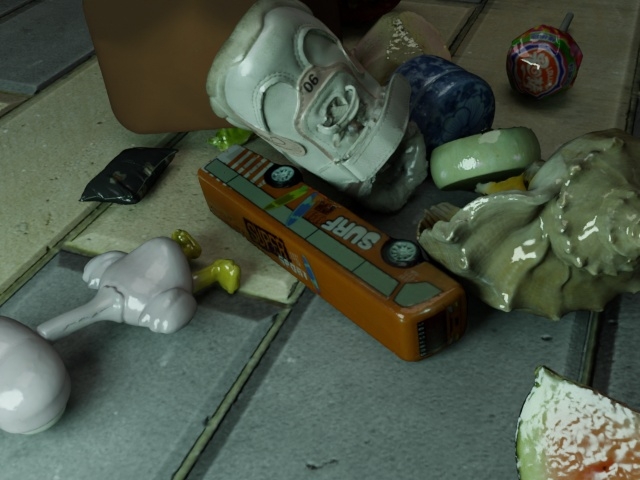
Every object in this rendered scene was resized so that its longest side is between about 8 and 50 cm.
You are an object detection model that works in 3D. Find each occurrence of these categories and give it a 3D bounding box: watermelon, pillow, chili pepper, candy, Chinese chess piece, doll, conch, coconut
[{"bbox_3d":[0.297,0.220,0.540,0.304,0.159,0.128,25,17,33],"label":"watermelon"},{"bbox_3d":[-0.274,-0.094,1.028,0.091,0.048,0.150,13,37,7],"label":"pillow"},{"bbox_3d":[-0.105,-0.193,1.149,0.049,0.043,0.208,-18,20,40],"label":"chili pepper"},{"bbox_3d":[0.416,-0.353,1.264,0.124,0.124,0.365,13,35,19],"label":"candy"},{"bbox_3d":[0.217,-0.107,0.942,0.144,0.058,0.144,-9,-4,-1],"label":"Chinese chess piece"},{"bbox_3d":[-0.254,0.091,0.760,0.160,0.094,0.365,28,48,30],"label":"doll"},{"bbox_3d":[0.232,-0.004,0.779,0.263,0.324,0.186,-7,84,-13],"label":"conch"},{"bbox_3d":[0.122,-0.283,1.162,0.147,0.153,0.147,24,47,-28],"label":"coconut"}]

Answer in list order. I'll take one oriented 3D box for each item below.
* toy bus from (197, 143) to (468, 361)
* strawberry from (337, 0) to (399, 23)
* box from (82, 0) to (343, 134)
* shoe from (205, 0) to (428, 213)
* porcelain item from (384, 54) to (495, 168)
[{"bbox_3d":[0.000,0.000,0.857,0.092,0.093,0.409,-36,47,-23],"label":"toy bus"},{"bbox_3d":[0.060,-0.565,1.449,0.250,0.238,0.288,16,11,-3],"label":"strawberry"},{"bbox_3d":[-0.150,-0.328,1.119,0.340,0.239,0.229,-1,29,18],"label":"box"},{"bbox_3d":[0.021,-0.161,0.889,0.198,0.351,0.171,35,95,28],"label":"shoe"},{"bbox_3d":[0.169,-0.182,1.027,0.147,0.147,0.114,-25,46,-24],"label":"porcelain item"}]
